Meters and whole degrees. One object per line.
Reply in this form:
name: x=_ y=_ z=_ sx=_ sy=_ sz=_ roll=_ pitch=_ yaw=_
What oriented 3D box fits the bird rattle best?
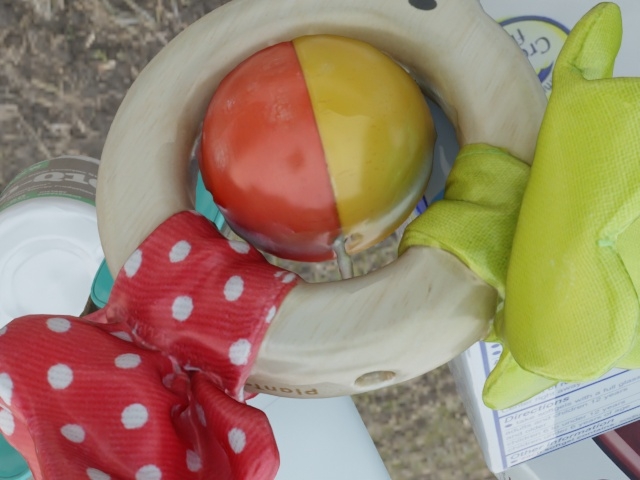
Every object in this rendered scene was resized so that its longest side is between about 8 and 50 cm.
bird rattle: x=0.000 y=0.000 z=0.406 sx=0.253 sy=0.207 sz=0.143 roll=-21 pitch=147 yaw=11

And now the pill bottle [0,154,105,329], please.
pill bottle: x=-0.321 y=0.008 z=1.463 sx=0.204 sy=0.361 sz=0.204 roll=-2 pitch=105 yaw=-8

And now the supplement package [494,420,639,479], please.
supplement package: x=0.254 y=0.158 z=0.810 sx=0.194 sy=0.203 sz=0.149 roll=-39 pitch=153 yaw=-8

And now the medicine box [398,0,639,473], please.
medicine box: x=0.170 y=-0.035 z=0.573 sx=0.263 sy=0.149 sz=0.289 roll=-21 pitch=148 yaw=1

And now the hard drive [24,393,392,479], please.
hard drive: x=-0.014 y=0.214 z=0.558 sx=0.203 sy=0.307 sz=0.040 roll=-32 pitch=-171 yaw=-40

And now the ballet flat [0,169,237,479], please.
ballet flat: x=-0.155 y=0.093 z=1.009 sx=0.116 sy=0.342 sz=0.124 roll=14 pitch=155 yaw=35
